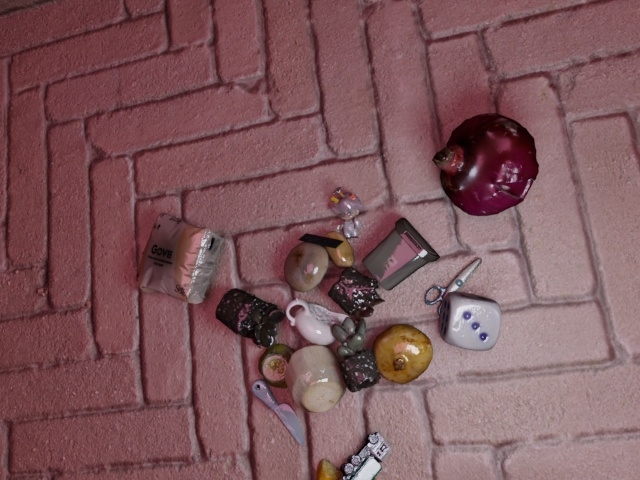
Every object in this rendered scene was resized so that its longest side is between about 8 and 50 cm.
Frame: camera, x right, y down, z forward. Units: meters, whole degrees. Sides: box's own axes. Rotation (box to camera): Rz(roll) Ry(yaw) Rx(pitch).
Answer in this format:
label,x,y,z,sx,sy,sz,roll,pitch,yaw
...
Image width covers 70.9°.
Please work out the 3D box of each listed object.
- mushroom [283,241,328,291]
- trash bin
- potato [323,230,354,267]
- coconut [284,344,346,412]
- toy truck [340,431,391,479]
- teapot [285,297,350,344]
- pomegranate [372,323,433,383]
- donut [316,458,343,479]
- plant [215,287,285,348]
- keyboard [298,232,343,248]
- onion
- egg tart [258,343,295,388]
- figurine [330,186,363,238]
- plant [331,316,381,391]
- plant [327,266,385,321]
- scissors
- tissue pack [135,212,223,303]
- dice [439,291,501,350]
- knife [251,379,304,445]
label,x,y,z,sx,sy,sz,roll,pitch,yaw
mushroom,-0.052,0.113,1.926,0.178,0.226,0.226,20,85,-30
trash bin,0.321,0.065,1.844,0.250,0.219,0.220,-42,74,10
potato,0.082,0.043,1.935,0.109,0.118,0.178,-28,79,-13
coconut,-0.025,0.552,1.826,0.237,0.266,0.237,-8,119,-14
toy truck,0.166,0.876,1.759,0.253,0.114,0.124,-40,75,-22
teapot,-0.016,0.333,1.858,0.139,0.298,0.204,-55,31,25
pomegranate,0.318,0.443,1.768,0.248,0.248,0.248,-2,81,12
donut,0.073,1.027,1.806,0.259,0.101,0.152,31,94,10
plant,-0.300,0.331,1.932,0.276,0.188,0.199,27,82,17
keyboard,0.000,0.000,1.889,0.198,0.064,0.010,12,125,35
onion,0.576,-0.291,1.729,0.420,0.398,0.398,-3,79,-23
egg tart,-0.181,0.542,1.936,0.197,0.078,0.197,-1,82,9
figurine,0.122,-0.122,1.961,0.137,0.112,0.228,-8,93,18
plant,0.129,0.432,1.730,0.147,0.149,0.274,-3,58,-19
plant,0.153,0.228,1.861,0.234,0.178,0.204,39,87,11
scissors,0.562,0.182,1.854,0.138,0.041,0.289,43,95,13
tissue pack,-0.648,0.083,2.053,0.376,0.195,0.390,11,84,26
dice,0.574,0.309,1.740,0.192,0.194,0.193,10,94,5
knife,-0.169,0.728,1.928,0.080,0.044,0.331,-45,81,-1
